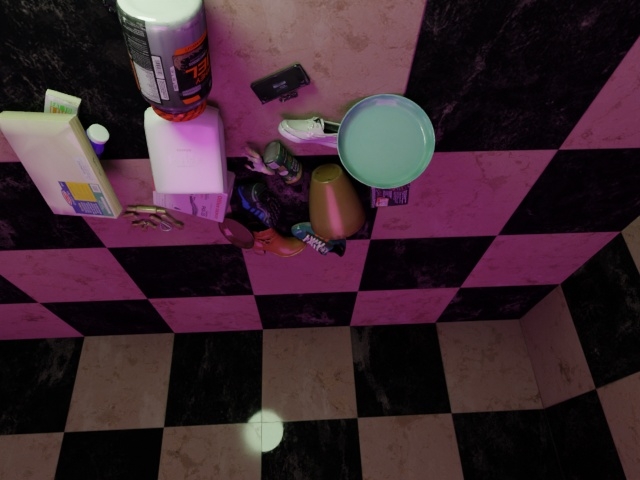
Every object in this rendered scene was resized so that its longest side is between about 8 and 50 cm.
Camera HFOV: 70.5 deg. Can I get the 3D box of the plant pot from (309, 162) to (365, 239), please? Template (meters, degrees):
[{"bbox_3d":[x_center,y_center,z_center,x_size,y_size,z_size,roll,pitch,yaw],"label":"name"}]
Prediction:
[{"bbox_3d":[0.048,-0.176,1.826,0.237,0.237,0.254,-8,135,9],"label":"plant pot"}]

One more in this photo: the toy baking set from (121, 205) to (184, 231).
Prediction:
[{"bbox_3d":[-0.755,-0.096,2.050,0.256,0.030,0.197,1,153,-7],"label":"toy baking set"}]

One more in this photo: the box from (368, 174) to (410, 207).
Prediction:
[{"bbox_3d":[0.236,-0.267,1.624,0.142,0.247,0.163,-6,151,3],"label":"box"}]

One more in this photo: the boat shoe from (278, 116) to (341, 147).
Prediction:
[{"bbox_3d":[-0.016,-0.388,1.562,0.258,0.095,0.084,0,148,-28],"label":"boat shoe"}]

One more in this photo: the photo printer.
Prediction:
[{"bbox_3d":[-0.449,-0.309,1.528,0.256,0.107,0.308,-1,122,-6],"label":"photo printer"}]

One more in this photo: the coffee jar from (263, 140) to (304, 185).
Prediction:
[{"bbox_3d":[-0.133,-0.285,1.709,0.079,0.096,0.184,-16,149,26],"label":"coffee jar"}]

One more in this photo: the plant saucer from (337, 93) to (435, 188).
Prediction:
[{"bbox_3d":[0.214,-0.323,1.494,0.317,0.318,0.044,-5,174,4],"label":"plant saucer"}]

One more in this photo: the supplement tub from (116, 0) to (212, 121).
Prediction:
[{"bbox_3d":[-0.400,-0.494,1.207,0.207,0.207,0.338,1,151,-8],"label":"supplement tub"}]

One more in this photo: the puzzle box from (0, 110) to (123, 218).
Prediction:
[{"bbox_3d":[-0.885,-0.248,1.563,0.272,0.052,0.409,5,136,9],"label":"puzzle box"}]

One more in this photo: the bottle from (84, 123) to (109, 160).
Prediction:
[{"bbox_3d":[-0.843,-0.309,1.598,0.282,0.092,0.118,-26,135,34],"label":"bottle"}]

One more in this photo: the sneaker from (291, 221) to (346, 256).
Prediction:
[{"bbox_3d":[0.000,0.000,2.194,0.302,0.121,0.108,14,146,-27],"label":"sneaker"}]

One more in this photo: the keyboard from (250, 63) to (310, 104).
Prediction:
[{"bbox_3d":[-0.121,-0.486,1.435,0.180,0.023,0.108,-15,142,22],"label":"keyboard"}]

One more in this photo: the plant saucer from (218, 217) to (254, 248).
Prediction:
[{"bbox_3d":[-0.383,-0.040,2.106,0.198,0.036,0.199,21,143,17],"label":"plant saucer"}]

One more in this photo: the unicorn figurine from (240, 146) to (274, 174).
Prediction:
[{"bbox_3d":[-0.234,-0.290,1.704,0.111,0.060,0.162,24,177,17],"label":"unicorn figurine"}]

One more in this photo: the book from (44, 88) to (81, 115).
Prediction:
[{"bbox_3d":[-0.842,-0.420,1.474,0.096,0.035,0.144,17,146,-25],"label":"book"}]

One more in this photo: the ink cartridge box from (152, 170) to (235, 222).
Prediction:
[{"bbox_3d":[-0.491,-0.200,1.757,0.283,0.117,0.207,15,146,-9],"label":"ink cartridge box"}]

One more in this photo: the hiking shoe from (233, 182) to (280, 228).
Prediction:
[{"bbox_3d":[-0.264,-0.158,1.938,0.132,0.113,0.304,12,154,19],"label":"hiking shoe"}]

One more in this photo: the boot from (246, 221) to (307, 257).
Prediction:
[{"bbox_3d":[-0.215,-0.019,2.180,0.283,0.109,0.220,1,147,7],"label":"boot"}]

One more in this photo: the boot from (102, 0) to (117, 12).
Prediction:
[{"bbox_3d":[-0.507,-0.627,1.126,0.121,0.045,0.099,-9,148,25],"label":"boot"}]
